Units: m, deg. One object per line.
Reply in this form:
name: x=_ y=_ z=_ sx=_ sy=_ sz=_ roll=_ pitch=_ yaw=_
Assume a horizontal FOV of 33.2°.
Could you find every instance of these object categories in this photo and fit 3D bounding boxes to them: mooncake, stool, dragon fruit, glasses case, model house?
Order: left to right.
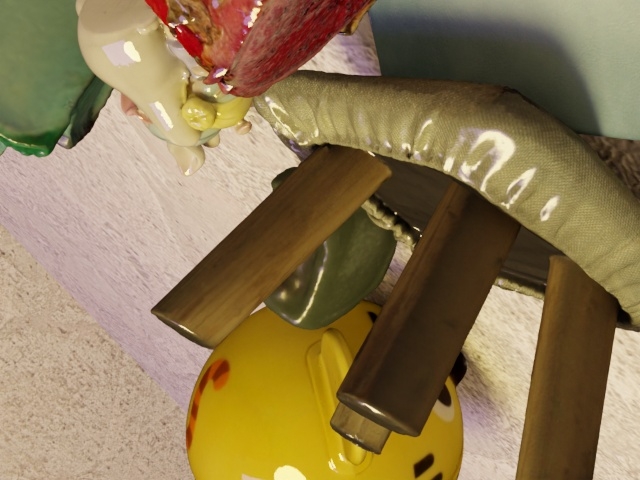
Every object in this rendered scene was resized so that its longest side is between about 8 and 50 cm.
model house: x=-0.367 y=-0.198 z=1.137 sx=0.280 sy=0.230 sz=0.249 roll=32 pitch=154 yaw=-11
dragon fruit: x=-0.027 y=-0.201 z=0.611 sx=0.147 sy=0.211 sz=0.282 roll=47 pitch=-177 yaw=5
mooncake: x=0.000 y=0.000 z=1.075 sx=0.104 sy=0.175 sz=0.168 roll=31 pitch=-175 yaw=26
stool: x=0.076 y=0.042 z=0.801 sx=0.310 sy=0.226 sz=0.310 roll=14 pitch=160 yaw=50
glasses case: x=0.141 y=-0.131 z=0.712 sx=0.266 sy=0.056 sz=0.105 roll=15 pitch=125 yaw=51

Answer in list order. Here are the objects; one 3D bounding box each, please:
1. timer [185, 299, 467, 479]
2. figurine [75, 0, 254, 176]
timer: x=0.009 y=0.197 z=1.283 sx=0.376 sy=0.376 sz=0.387 roll=26 pitch=132 yaw=35
figurine: x=-0.128 y=-0.149 z=1.053 sx=0.155 sy=0.127 sz=0.235 roll=3 pitch=145 yaw=29
